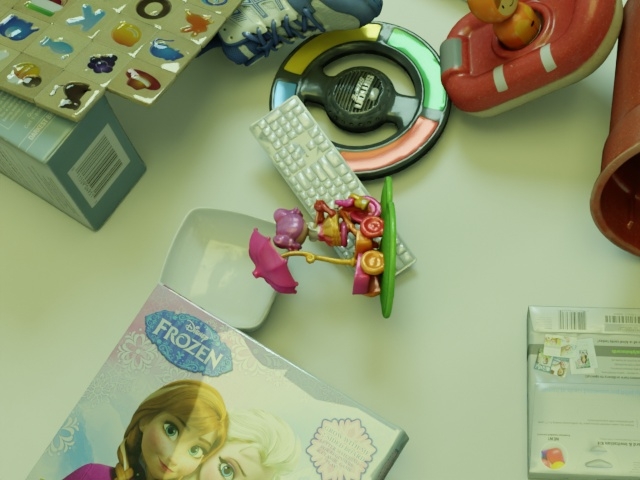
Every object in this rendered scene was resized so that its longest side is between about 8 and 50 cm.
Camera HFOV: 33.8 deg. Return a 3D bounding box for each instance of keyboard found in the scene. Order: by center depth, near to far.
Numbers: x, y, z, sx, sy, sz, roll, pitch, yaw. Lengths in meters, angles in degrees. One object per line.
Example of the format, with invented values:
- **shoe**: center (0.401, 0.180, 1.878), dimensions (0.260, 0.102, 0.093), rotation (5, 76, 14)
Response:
- **keyboard**: center (0.013, -0.057, 1.259), dimensions (0.072, 0.014, 0.256), rotation (-36, 77, 3)

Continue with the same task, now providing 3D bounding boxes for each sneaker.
- **sneaker**: center (-0.059, -0.274, 1.333), dimensions (0.296, 0.112, 0.131), rotation (9, 70, 36)

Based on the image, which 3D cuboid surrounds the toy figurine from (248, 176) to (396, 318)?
- **toy figurine**: center (0.000, 0.000, 1.175), dimensions (0.159, 0.130, 0.173), rotation (3, 56, -1)

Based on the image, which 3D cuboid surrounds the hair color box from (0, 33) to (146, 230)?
- **hair color box**: center (-0.412, -0.176, 1.307), dimensions (0.374, 0.185, 0.113), rotation (30, 72, 19)

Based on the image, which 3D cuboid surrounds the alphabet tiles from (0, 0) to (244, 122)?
- **alphabet tiles**: center (-0.263, -0.278, 1.261), dimensions (0.285, 0.011, 0.342), rotation (23, 53, 14)

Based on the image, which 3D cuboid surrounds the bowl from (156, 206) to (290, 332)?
- **bowl**: center (-0.111, 0.039, 1.241), dimensions (0.142, 0.053, 0.142), rotation (14, 68, 13)

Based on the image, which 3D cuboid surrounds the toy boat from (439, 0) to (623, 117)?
- **toy boat**: center (0.224, -0.254, 1.215), dimensions (0.231, 0.151, 0.151), rotation (-22, 49, 31)

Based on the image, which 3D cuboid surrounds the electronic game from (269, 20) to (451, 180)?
- **electronic game**: center (0.049, -0.178, 1.319), dimensions (0.229, 0.048, 0.229), rotation (-3, 65, 6)

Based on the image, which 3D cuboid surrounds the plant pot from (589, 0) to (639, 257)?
- **plant pot**: center (0.431, -0.149, 1.150), dimensions (0.272, 0.272, 0.265), rotation (2, 58, 9)

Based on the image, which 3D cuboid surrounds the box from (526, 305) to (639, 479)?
- **box**: center (0.296, 0.164, 1.135), dimensions (0.145, 0.038, 0.186), rotation (0, 65, 8)

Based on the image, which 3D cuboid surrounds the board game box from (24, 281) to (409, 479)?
- **board game box**: center (-0.125, 0.255, 1.101), dimensions (0.319, 0.066, 0.318), rotation (29, 78, 17)
